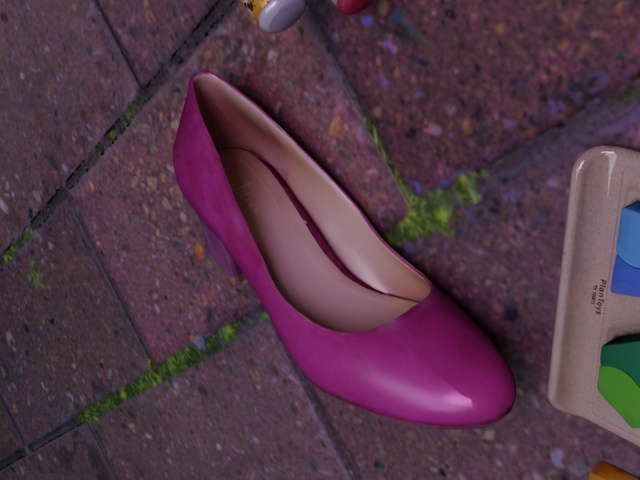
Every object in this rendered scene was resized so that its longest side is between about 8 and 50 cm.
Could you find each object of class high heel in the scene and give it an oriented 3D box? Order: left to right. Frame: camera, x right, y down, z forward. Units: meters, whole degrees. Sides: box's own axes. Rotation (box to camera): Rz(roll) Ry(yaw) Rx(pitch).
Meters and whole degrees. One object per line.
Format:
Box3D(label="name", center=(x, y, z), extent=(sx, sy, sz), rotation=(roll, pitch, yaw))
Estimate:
Box3D(label="high heel", center=(0.000, 0.000, 0.755), extent=(0.377, 0.127, 0.181), rotation=(28, 138, 40))

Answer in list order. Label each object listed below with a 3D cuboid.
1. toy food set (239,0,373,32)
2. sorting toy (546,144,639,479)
Box3D(label="toy food set", center=(0.048, -0.208, 0.617), extent=(0.104, 0.111, 0.232), rotation=(52, 126, 14))
Box3D(label="sorting toy", center=(0.249, 0.109, 0.615), extent=(0.229, 0.041, 0.307), rotation=(22, 123, 39))
